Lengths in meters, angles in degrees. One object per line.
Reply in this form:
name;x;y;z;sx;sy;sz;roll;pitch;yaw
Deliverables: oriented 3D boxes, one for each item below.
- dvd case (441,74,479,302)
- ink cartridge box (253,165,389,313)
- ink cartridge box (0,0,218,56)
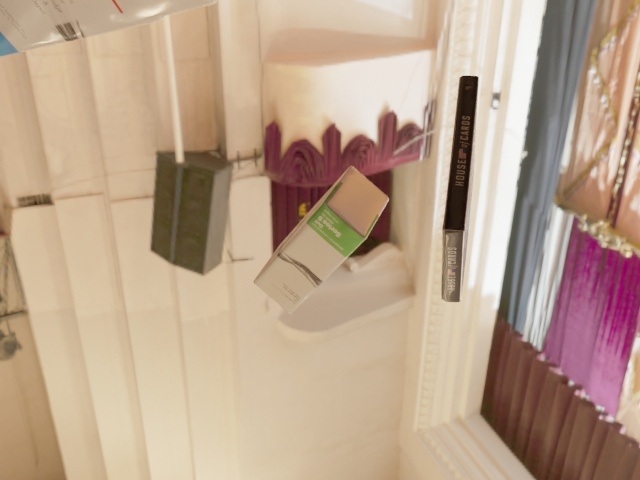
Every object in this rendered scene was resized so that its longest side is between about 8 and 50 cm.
dvd case;0.182;-0.064;0.855;0.030;0.179;0.238;4;-121;13
ink cartridge box;0.000;0.000;1.482;0.121;0.289;0.211;40;-147;-5
ink cartridge box;-0.135;-0.162;0.332;0.180;0.104;0.060;-1;-128;28
